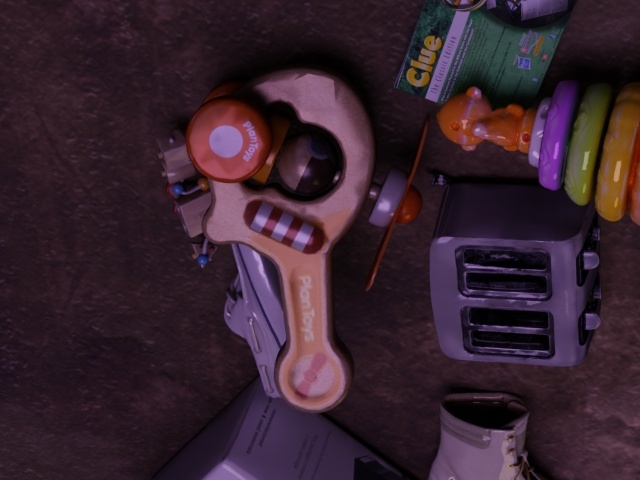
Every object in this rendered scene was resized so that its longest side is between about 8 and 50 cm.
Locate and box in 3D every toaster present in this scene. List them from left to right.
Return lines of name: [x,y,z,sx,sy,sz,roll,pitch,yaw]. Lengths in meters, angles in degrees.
toaster: [0.194,0.029,1.526,0.186,0.110,0.168,3,126,15]

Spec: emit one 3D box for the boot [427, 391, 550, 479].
boot: [0.230,0.260,1.712,0.213,0.077,0.165,13,127,12]

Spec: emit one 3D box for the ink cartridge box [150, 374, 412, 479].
ink cartridge box: [-0.011,0.391,1.827,0.395,0.166,0.285,37,128,-10]

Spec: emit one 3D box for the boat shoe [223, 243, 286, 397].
boat shoe: [-0.062,0.074,1.657,0.088,0.096,0.267,-8,132,17]

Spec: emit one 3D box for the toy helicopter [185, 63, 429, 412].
toy helicopter: [0.000,0.000,1.502,0.235,0.140,0.355,-4,103,2]

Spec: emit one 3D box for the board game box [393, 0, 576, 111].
board game box: [0.168,-0.228,1.393,0.136,0.030,0.259,19,129,0]

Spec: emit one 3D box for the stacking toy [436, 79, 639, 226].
stacking toy: [0.255,-0.088,1.393,0.302,0.166,0.175,12,126,14]

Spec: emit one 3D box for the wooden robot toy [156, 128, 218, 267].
wooden robot toy: [-0.121,-0.052,1.609,0.079,0.076,0.173,-22,123,-10]
